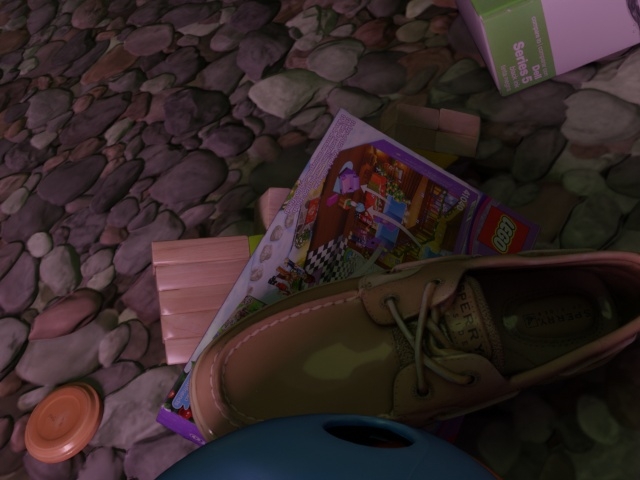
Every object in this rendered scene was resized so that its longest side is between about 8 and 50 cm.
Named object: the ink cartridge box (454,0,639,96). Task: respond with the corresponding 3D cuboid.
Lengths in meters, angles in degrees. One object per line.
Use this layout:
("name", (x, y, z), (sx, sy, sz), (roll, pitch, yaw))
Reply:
("ink cartridge box", (0.283, -0.297, 0.868), (0.272, 0.115, 0.198), (-20, 46, 10))

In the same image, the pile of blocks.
("pile of blocks", (0.000, 0.000, 0.778), (0.362, 0.149, 0.112), (-31, 1, -14))

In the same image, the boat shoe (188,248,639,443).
("boat shoe", (0.079, 0.062, 0.562), (0.341, 0.110, 0.122), (-13, 72, -19))

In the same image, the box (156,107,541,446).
("box", (0.033, 0.060, 0.646), (0.200, 0.057, 0.293), (31, 63, -2))

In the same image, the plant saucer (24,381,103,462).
("plant saucer", (-0.251, 0.174, 0.794), (0.083, 0.013, 0.084), (-14, 47, 15))

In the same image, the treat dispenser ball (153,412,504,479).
("treat dispenser ball", (0.006, 0.236, 0.422), (0.288, 0.288, 0.288), (-14, 47, 15))
